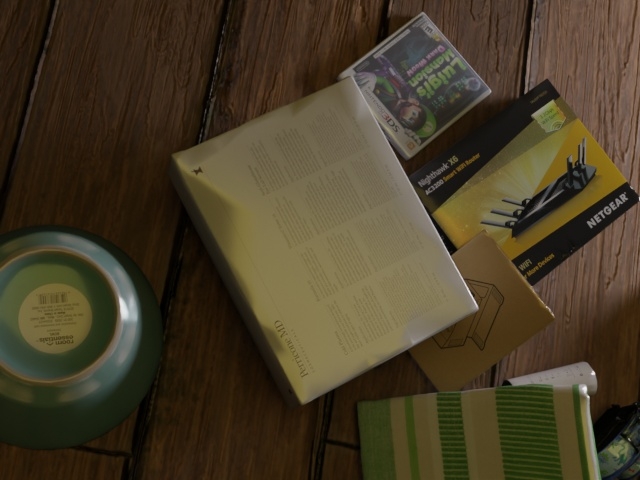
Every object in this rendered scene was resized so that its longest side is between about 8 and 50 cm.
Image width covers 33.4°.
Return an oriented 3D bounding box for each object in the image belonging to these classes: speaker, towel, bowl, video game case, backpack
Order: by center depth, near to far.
[{"bbox_3d":[-0.354,0.110,1.390,0.312,0.163,0.311,3,75,-12],"label":"bowl"},{"bbox_3d":[0.217,0.327,1.458,0.325,0.038,0.247,-10,75,19],"label":"towel"},{"bbox_3d":[0.439,0.305,1.568,0.114,0.105,0.084,-42,88,-15],"label":"backpack"},{"bbox_3d":[0.341,0.220,1.591,0.136,0.055,0.055,-11,79,-17],"label":"speaker"},{"bbox_3d":[0.149,-0.245,1.682,0.190,0.022,0.173,-40,88,-20],"label":"video game case"}]

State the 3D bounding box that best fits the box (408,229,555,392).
[{"bbox_3d":[0.211,0.108,1.551,0.201,0.021,0.164,-39,86,14],"label":"box"}]

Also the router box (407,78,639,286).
[{"bbox_3d":[0.302,-0.068,1.643,0.309,0.081,0.243,-36,86,-20],"label":"router box"}]

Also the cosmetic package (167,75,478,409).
[{"bbox_3d":[0.000,0.000,1.471,0.284,0.097,0.377,-25,83,-19],"label":"cosmetic package"}]
